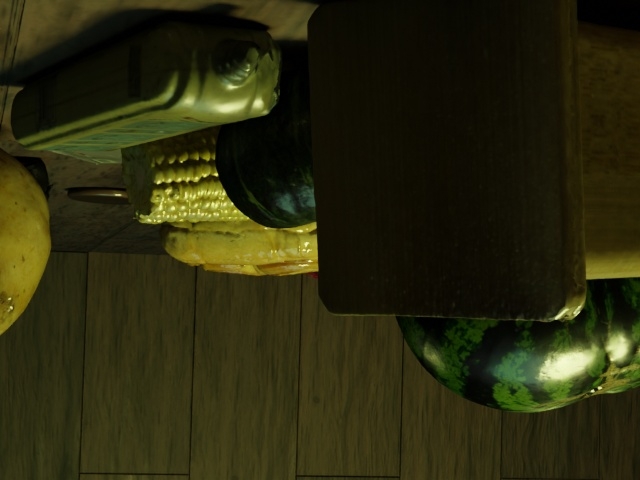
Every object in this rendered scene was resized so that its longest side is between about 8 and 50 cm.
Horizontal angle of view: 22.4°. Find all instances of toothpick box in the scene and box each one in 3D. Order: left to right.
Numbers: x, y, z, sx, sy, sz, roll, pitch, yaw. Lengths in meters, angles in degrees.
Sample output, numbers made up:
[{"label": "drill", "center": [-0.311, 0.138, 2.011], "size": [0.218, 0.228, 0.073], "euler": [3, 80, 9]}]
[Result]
[{"label": "toothpick box", "center": [0.165, -0.051, 1.007], "size": [0.187, 0.190, 0.308], "euler": [-3, 179, 45]}]

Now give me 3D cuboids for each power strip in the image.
[{"label": "power strip", "center": [-0.127, -0.101, 1.153], "size": [0.092, 0.066, 0.387], "euler": [1, 177, -26]}]

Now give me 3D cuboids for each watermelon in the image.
[{"label": "watermelon", "center": [0.185, 0.011, 1.289], "size": [0.269, 0.269, 0.269], "euler": [2, 176, 0]}]

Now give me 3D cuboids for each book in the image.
[{"label": "book", "center": [-0.175, -0.091, 1.681], "size": [0.181, 0.014, 0.127], "euler": [1, 176, 17]}]

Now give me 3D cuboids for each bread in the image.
[{"label": "bread", "center": [-0.074, -0.018, 1.947], "size": [0.236, 0.120, 0.198], "euler": [0, 177, 21]}]

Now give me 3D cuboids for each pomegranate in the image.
[{"label": "pomegranate", "center": [-0.390, 0.000, 1.573], "size": [0.260, 0.260, 0.260], "euler": [2, 176, 0]}]

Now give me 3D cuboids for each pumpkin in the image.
[{"label": "pumpkin", "center": [0.007, -0.066, 1.164], "size": [0.167, 0.125, 0.167], "euler": [6, 171, 1]}]

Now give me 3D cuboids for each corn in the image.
[{"label": "corn", "center": [-0.056, -0.063, 1.375], "size": [0.244, 0.093, 0.093], "euler": [-3, 180, -37]}]

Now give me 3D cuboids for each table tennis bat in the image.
[{"label": "table tennis bat", "center": [-0.270, -0.007, 2.208], "size": [0.170, 0.119, 0.107], "euler": [8, 174, -43]}]

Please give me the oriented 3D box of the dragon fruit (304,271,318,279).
[{"label": "dragon fruit", "center": [0.004, 0.004, 2.370], "size": [0.126, 0.112, 0.068], "euler": [-1, -170, 30]}]

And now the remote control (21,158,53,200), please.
[{"label": "remote control", "center": [-0.484, 0.008, 1.781], "size": [0.399, 0.062, 0.144], "euler": [-24, -177, -25]}]
